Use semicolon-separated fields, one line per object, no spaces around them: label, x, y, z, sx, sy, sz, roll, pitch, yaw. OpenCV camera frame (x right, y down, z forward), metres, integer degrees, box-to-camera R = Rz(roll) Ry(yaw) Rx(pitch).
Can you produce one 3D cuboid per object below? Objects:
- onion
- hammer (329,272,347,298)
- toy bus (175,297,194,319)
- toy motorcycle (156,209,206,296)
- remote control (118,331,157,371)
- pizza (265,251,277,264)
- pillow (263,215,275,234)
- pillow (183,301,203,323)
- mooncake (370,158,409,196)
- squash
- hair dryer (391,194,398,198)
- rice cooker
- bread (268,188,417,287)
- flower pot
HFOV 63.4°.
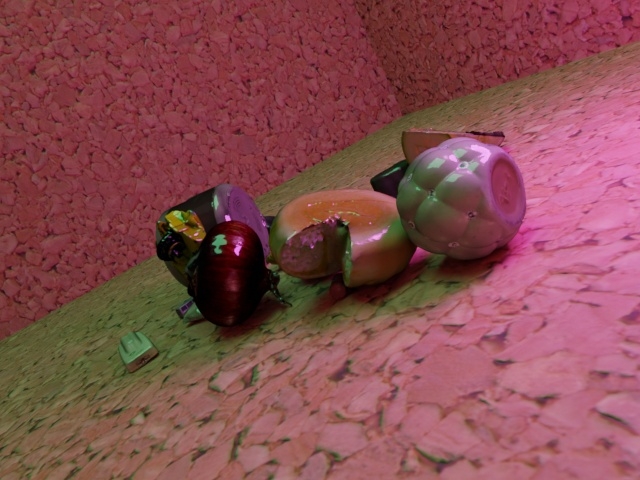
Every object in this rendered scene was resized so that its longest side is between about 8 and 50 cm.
onion;-0.200;0.088;1.314;0.285;0.272;0.273;9;18;2
hammer;0.042;0.102;1.183;0.043;0.043;0.083;-22;16;18
toy bus;-0.390;0.195;1.615;0.037;0.052;0.131;-16;17;47
toy motorcycle;-0.342;0.034;1.486;0.142;0.342;0.206;26;68;20
remote control;-0.525;0.306;1.467;0.090;0.049;0.230;-35;18;-22
pizza;-0.035;0.009;1.631;0.292;0.058;0.197;-24;13;4
pillow;-0.283;-0.038;2.155;0.250;0.105;0.186;-20;8;17
pillow;-0.295;0.177;1.513;0.229;0.050;0.128;-22;22;25
mooncake;0.261;-0.212;1.797;0.175;0.104;0.168;-20;18;33
squash;0.451;-0.324;1.649;0.309;0.210;0.234;-38;31;-25
hair dryer;0.269;-0.146;1.677;0.173;0.050;0.195;-13;15;41
rice cooker;-0.376;-0.008;1.790;0.326;0.335;0.335;-24;14;16
bread;0.055;-0.004;1.171;0.333;0.159;0.333;-2;32;1
flower pot;0.279;-0.081;1.018;0.195;0.246;0.246;-13;19;47
